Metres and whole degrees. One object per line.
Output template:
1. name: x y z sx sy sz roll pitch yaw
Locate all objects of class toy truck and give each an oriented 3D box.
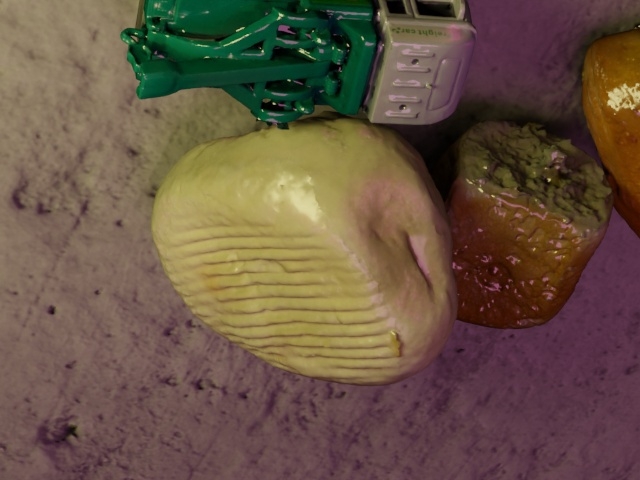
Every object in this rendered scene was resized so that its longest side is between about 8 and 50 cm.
1. toy truck: -0.023 -0.205 1.777 0.363 0.178 0.176 -1 134 -17

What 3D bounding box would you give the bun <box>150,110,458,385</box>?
1. bun: 0.000 0.000 1.928 0.361 0.213 0.361 23 141 20

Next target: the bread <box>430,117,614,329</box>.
1. bread: 0.217 -0.032 2.003 0.195 0.176 0.246 17 136 -7

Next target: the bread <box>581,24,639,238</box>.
1. bread: 0.473 -0.102 1.972 0.337 0.148 0.328 -5 138 16
